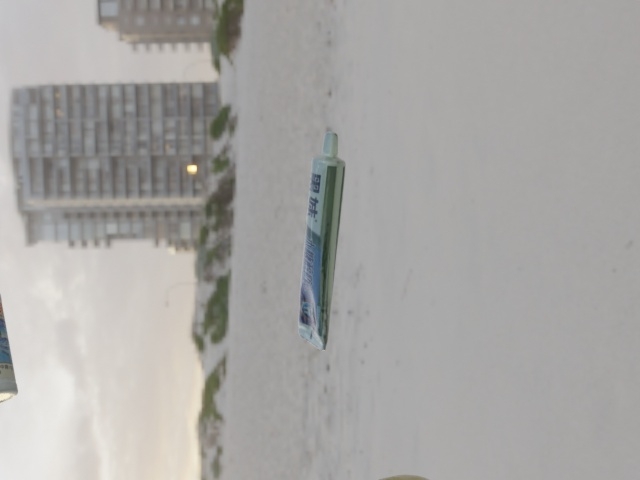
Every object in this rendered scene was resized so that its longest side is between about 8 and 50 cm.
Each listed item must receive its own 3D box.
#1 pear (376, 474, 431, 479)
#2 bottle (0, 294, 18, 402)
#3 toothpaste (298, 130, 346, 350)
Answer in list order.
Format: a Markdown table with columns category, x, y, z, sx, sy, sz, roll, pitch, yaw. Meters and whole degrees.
| category | x | y | z | sx | sy | sz | roll | pitch | yaw |
| --- | --- | --- | --- | --- | --- | --- | --- | --- | --- |
| pear | 0.084 | 0.366 | 1.160 | 0.200 | 0.200 | 0.200 | -1 | -90 | -89 |
| bottle | -0.432 | 0.100 | 1.289 | 0.060 | 0.060 | 0.217 | 88 | 166 | -69 |
| toothpaste | 0.000 | 0.000 | 1.798 | 0.099 | 0.061 | 0.392 | 27 | 115 | 57 |
